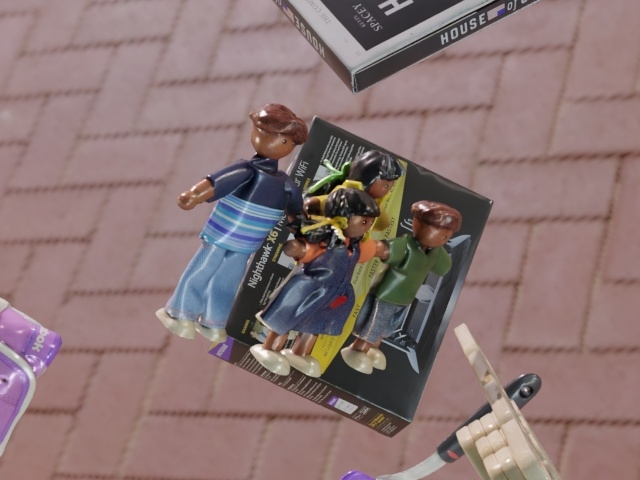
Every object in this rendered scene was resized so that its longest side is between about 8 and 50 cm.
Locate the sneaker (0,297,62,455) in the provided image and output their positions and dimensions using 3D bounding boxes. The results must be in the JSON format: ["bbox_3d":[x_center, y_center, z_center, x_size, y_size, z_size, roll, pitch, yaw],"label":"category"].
[{"bbox_3d":[-0.244,0.020,1.067,0.161,0.282,0.102,5,32,2],"label":"sneaker"}]

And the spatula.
[{"bbox_3d":[0.103,0.220,1.646,0.296,0.084,0.030,-38,32,22],"label":"spatula"}]

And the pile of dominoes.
[{"bbox_3d":[0.118,0.155,0.835,0.040,0.196,0.251,-31,11,4],"label":"pile of dominoes"}]

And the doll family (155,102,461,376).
[{"bbox_3d":[0.000,0.000,0.795,0.076,0.193,0.111,34,104,22],"label":"doll family"}]

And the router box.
[{"bbox_3d":[0.038,0.041,1.957,0.243,0.081,0.308,26,65,-6],"label":"router box"}]

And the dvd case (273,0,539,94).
[{"bbox_3d":[0.079,-0.208,1.129,0.239,0.029,0.179,-28,53,-14],"label":"dvd case"}]
